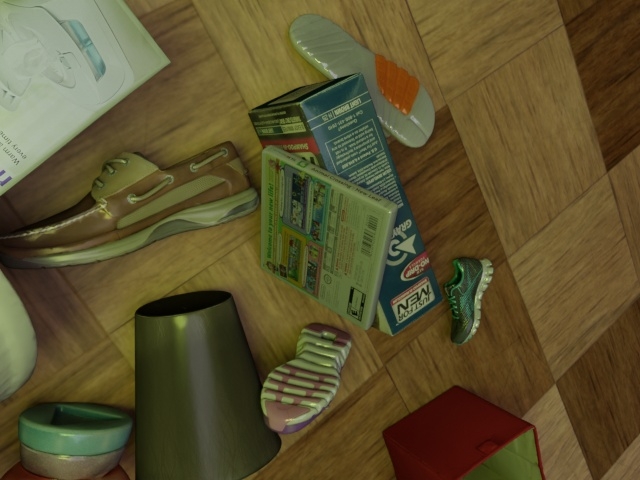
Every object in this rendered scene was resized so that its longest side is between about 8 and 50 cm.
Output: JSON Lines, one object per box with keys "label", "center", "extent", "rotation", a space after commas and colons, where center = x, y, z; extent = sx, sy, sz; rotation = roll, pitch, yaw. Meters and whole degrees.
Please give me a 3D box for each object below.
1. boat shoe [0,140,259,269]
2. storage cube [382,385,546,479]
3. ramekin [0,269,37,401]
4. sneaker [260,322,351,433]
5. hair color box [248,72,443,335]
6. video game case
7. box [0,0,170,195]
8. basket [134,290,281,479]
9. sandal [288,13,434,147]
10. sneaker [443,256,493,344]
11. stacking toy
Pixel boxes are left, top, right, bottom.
{"label": "boat shoe", "center": [-0.234, -0.051, 0.707], "extent": [0.324, 0.123, 0.116], "rotation": [-21, 103, -34]}
{"label": "storage cube", "center": [0.250, 0.402, 0.989], "extent": [0.215, 0.193, 0.183], "rotation": [-24, 108, -23]}
{"label": "ramekin", "center": [-0.396, 0.080, 0.457], "extent": [0.277, 0.277, 0.135], "rotation": [57, 32, -23]}
{"label": "sneaker", "center": [-0.017, 0.217, 0.826], "extent": [0.095, 0.236, 0.104], "rotation": [16, 111, 12]}
{"label": "hair color box", "center": [0.036, -0.048, 0.815], "extent": [0.105, 0.174, 0.347], "rotation": [-31, 111, -21]}
{"label": "video game case", "center": [0.000, 0.000, 0.751], "extent": [0.023, 0.193, 0.212], "rotation": [-41, 149, -40]}
{"label": "box", "center": [-0.306, -0.145, 0.563], "extent": [0.231, 0.262, 0.127], "rotation": [-46, 116, -16]}
{"label": "basket", "center": [-0.163, 0.192, 0.759], "extent": [0.204, 0.154, 0.226], "rotation": [-11, 99, -29]}
{"label": "sandal", "center": [0.060, -0.239, 0.866], "extent": [0.265, 0.076, 0.102], "rotation": [39, 69, -6]}
{"label": "sneaker", "center": [0.255, 0.106, 1.033], "extent": [0.076, 0.065, 0.166], "rotation": [16, 86, -13]}
{"label": "stacking toy", "center": [-0.338, 0.226, 0.598], "extent": [0.309, 0.279, 0.130], "rotation": [12, 85, -31]}
